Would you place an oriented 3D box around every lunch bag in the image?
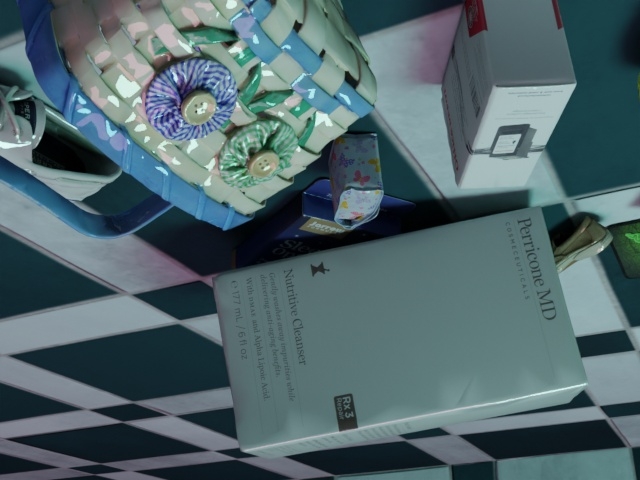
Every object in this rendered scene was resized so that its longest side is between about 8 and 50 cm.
[{"bbox_3d":[0.035,-0.060,0.851,0.053,0.071,0.083,0,153,-11],"label":"lunch bag"}]

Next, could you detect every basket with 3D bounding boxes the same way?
[{"bbox_3d":[-0.131,-0.114,0.580,0.289,0.201,0.254,-24,148,22],"label":"basket"}]

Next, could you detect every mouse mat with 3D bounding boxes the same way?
[{"bbox_3d":[0.456,0.005,1.073,0.152,0.007,0.189,-13,151,24],"label":"mouse mat"}]

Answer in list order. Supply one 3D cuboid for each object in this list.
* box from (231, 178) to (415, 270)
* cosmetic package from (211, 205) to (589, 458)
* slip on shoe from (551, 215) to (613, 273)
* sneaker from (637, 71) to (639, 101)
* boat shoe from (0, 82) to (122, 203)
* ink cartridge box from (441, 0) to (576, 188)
[{"bbox_3d":[0.000,0.000,1.018,0.136,0.037,0.225,13,150,-27],"label":"box"},{"bbox_3d":[0.090,0.115,0.980,0.384,0.217,0.156,-14,161,6],"label":"cosmetic package"},{"bbox_3d":[0.304,0.009,1.041,0.041,0.051,0.135,45,155,-2],"label":"slip on shoe"},{"bbox_3d":[0.401,-0.143,0.640,0.295,0.109,0.123,-9,157,17],"label":"sneaker"},{"bbox_3d":[-0.282,-0.105,0.744,0.084,0.095,0.258,-18,160,23],"label":"boat shoe"},{"bbox_3d":[0.145,-0.123,0.674,0.063,0.109,0.150,-3,155,-3],"label":"ink cartridge box"}]
